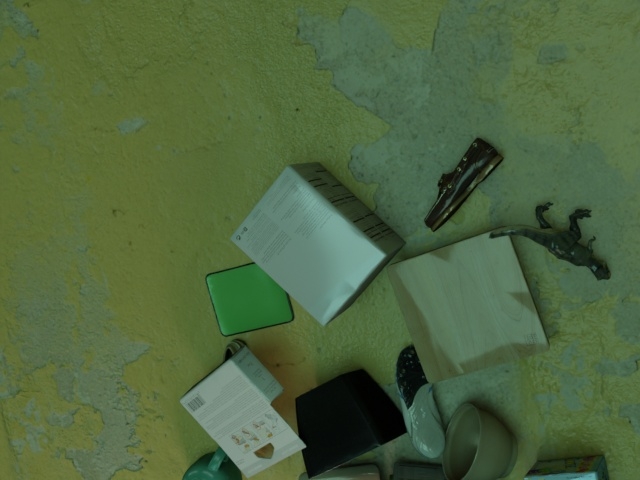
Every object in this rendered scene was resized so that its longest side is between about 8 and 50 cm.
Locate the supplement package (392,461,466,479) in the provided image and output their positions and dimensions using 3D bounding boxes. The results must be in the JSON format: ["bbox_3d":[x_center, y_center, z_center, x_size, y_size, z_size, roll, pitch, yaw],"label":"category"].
[{"bbox_3d":[0.246,0.621,1.723,0.203,0.145,0.262,3,99,6],"label":"supplement package"}]

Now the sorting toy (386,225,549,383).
[{"bbox_3d":[0.301,0.127,1.680,0.255,0.089,0.257,-20,92,20],"label":"sorting toy"}]

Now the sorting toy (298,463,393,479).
[{"bbox_3d":[0.053,0.595,1.836,0.347,0.047,0.196,-9,98,7],"label":"sorting toy"}]

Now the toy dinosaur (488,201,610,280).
[{"bbox_3d":[0.460,-0.012,1.597,0.268,0.064,0.118,21,65,-8],"label":"toy dinosaur"}]

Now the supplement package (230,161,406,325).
[{"bbox_3d":[0.000,0.000,1.701,0.262,0.198,0.199,43,107,8],"label":"supplement package"}]

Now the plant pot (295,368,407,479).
[{"bbox_3d":[0.052,0.378,1.756,0.187,0.188,0.167,-31,77,19],"label":"plant pot"}]

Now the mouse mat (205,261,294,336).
[{"bbox_3d":[-0.162,0.130,1.873,0.189,0.007,0.153,-14,93,20],"label":"mouse mat"}]

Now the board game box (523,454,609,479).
[{"bbox_3d":[0.506,0.580,1.625,0.142,0.144,0.275,-12,84,25],"label":"board game box"}]

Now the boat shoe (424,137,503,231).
[{"bbox_3d":[0.275,-0.112,1.666,0.073,0.073,0.207,42,101,10],"label":"boat shoe"}]

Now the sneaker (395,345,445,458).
[{"bbox_3d":[0.205,0.343,1.752,0.085,0.086,0.237,-10,81,-11],"label":"sneaker"}]

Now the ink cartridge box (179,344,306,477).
[{"bbox_3d":[-0.161,0.377,1.795,0.239,0.060,0.275,48,137,-1],"label":"ink cartridge box"}]

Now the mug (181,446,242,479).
[{"bbox_3d":[-0.261,0.558,1.918,0.129,0.097,0.158,-11,95,19],"label":"mug"}]

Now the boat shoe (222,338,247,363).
[{"bbox_3d":[-0.202,0.323,1.879,0.068,0.072,0.190,-2,98,18],"label":"boat shoe"}]

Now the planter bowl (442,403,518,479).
[{"bbox_3d":[0.333,0.427,1.690,0.109,0.162,0.162,18,104,-12],"label":"planter bowl"}]
